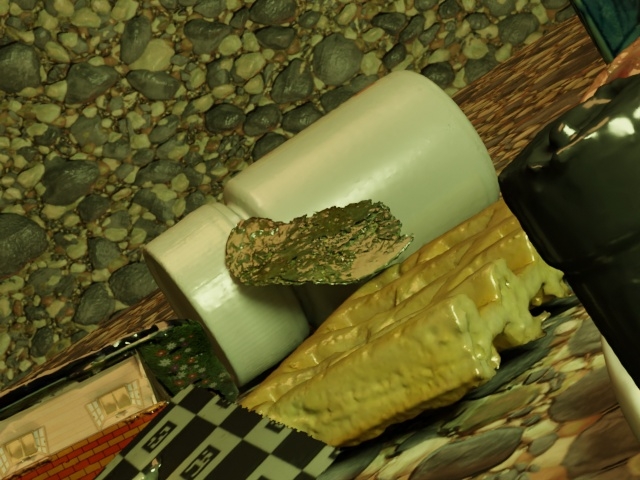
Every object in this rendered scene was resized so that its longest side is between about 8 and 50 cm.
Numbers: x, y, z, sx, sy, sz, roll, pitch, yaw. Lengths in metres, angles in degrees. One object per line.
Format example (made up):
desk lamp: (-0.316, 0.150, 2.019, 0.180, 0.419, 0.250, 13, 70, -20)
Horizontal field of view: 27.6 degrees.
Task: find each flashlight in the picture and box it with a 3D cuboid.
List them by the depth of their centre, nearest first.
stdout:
flashlight: (0.146, 0.053, 0.441, 0.093, 0.232, 0.093, -35, 8, 6)

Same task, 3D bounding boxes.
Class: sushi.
sushi: (-0.148, 0.264, 0.929, 0.343, 0.064, 0.359, -45, 15, -15)

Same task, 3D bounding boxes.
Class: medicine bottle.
medicine bottle: (0.002, -0.015, 1.480, 0.371, 0.211, 0.211, -35, 8, -12)

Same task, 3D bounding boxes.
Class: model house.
model house: (-0.207, 0.226, 1.249, 0.294, 0.154, 0.207, -25, -35, -3)

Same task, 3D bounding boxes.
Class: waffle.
waffle: (0.082, 0.073, 1.112, 0.304, 0.077, 0.348, -31, 6, 36)

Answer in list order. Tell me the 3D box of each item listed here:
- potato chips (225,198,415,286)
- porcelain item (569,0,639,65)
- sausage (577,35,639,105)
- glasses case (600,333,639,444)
potato chips: (0.000, 0.000, 1.317, 0.209, 0.026, 0.142, 14, 50, 40)
porcelain item: (0.409, -0.320, 1.441, 0.281, 0.285, 0.157, -29, 4, 14)
sausage: (0.303, -0.109, 1.055, 0.280, 0.152, 0.152, -40, 10, -38)
glasses case: (0.186, 0.076, 0.709, 0.049, 0.074, 0.193, -28, 10, 13)
